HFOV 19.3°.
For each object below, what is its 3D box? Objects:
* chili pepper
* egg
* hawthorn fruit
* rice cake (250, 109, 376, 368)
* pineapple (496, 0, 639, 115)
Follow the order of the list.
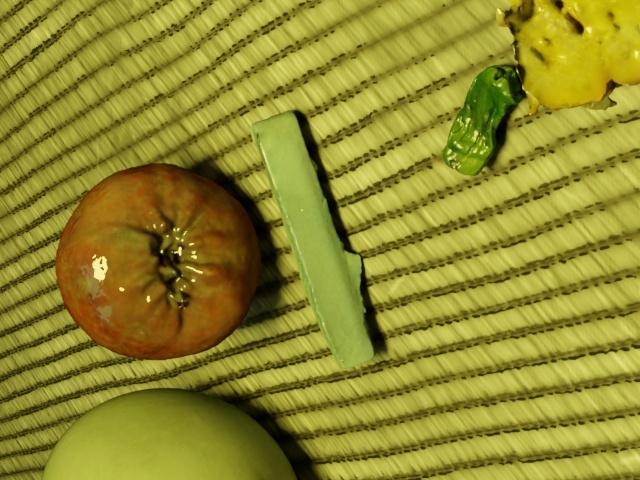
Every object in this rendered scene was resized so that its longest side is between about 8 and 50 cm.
[{"bbox_3d":[0.095,-0.071,1.086,0.030,0.034,0.091,25,141,0],"label":"chili pepper"},{"bbox_3d":[-0.113,0.207,1.428,0.253,0.186,0.186,14,123,57],"label":"egg"},{"bbox_3d":[-0.132,0.016,1.362,0.189,0.149,0.149,2,112,52],"label":"hawthorn fruit"},{"bbox_3d":[0.000,0.000,1.267,0.030,0.042,0.180,-144,34,-80],"label":"rice cake"},{"bbox_3d":[0.143,-0.188,0.886,0.164,0.140,0.250,9,-108,-80],"label":"pineapple"}]
